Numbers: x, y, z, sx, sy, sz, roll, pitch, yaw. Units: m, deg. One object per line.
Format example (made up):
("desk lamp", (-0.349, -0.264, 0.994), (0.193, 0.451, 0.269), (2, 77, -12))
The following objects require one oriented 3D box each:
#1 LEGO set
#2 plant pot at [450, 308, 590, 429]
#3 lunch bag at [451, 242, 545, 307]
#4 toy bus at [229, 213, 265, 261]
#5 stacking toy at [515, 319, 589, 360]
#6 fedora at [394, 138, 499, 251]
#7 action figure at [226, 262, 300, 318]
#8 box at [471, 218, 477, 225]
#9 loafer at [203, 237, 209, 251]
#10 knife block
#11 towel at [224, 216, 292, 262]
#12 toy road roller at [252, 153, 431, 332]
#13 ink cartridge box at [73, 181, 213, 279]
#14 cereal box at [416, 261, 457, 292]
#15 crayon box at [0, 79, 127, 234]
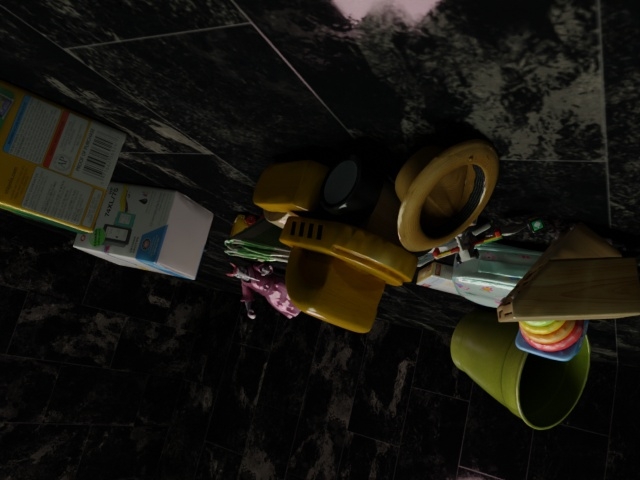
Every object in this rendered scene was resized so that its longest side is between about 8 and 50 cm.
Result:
("LEGO set", (0.257, -0.011, 0.933), (0.182, 0.060, 0.244), (-26, -173, -23))
("plant pot", (0.650, 0.395, 1.844), (0.366, 0.367, 0.353), (22, 176, -33))
("lunch bag", (0.431, 0.081, 1.160), (0.278, 0.108, 0.224), (7, 163, 24))
("toy bus", (-0.154, 0.003, 1.466), (0.202, 0.105, 0.191), (6, 166, 33))
("stacking toy", (0.555, 0.164, 1.368), (0.165, 0.175, 0.302), (9, 154, 44))
("fedora", (0.163, -0.073, 0.758), (0.079, 0.194, 0.194), (50, -169, 35))
("action figure", (-0.213, 0.170, 2.245), (0.370, 0.248, 0.276), (31, -154, -17))
("box", (0.183, -0.051, 1.017), (0.114, 0.036, 0.207), (20, 166, -25))
("loafer", (-0.480, -0.005, 1.851), (0.078, 0.076, 0.223), (-4, 164, 33))
("knife block", (0.478, 0.100, 0.914), (0.242, 0.276, 0.088), (42, 171, 11))
("towel", (-0.010, -0.005, 1.166), (0.324, 0.038, 0.248), (8, -158, 22))
("toy road roller", (0.016, 0.007, 0.899), (0.202, 0.241, 0.329), (27, 170, -34))
("ink cartridge box", (-0.475, -0.028, 1.466), (0.269, 0.198, 0.197), (8, 167, 21))
("cereal box", (0.402, 0.119, 1.498), (0.240, 0.048, 0.173), (15, 167, -1))
("crayon box", (-0.539, -0.158, 0.953), (0.322, 0.203, 0.083), (23, 165, -32))
